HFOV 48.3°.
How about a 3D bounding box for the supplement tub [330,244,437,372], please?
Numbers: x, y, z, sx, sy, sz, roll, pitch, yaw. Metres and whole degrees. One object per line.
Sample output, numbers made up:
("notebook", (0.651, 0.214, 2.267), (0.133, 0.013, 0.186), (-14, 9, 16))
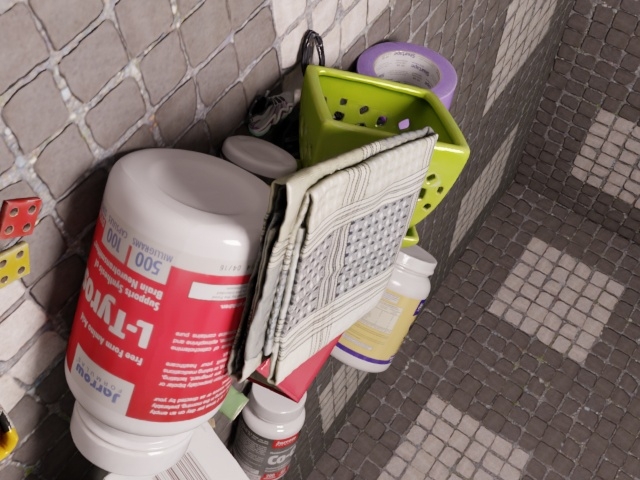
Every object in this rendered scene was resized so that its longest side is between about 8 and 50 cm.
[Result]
("supplement tub", (0.145, 0.155, 1.907), (0.331, 0.241, 0.241), (-63, 161, 13))

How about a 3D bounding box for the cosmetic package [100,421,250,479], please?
("cosmetic package", (-0.313, 0.456, 1.123), (0.385, 0.156, 0.217), (-44, 169, 34))

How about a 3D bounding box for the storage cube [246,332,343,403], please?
("storage cube", (-0.093, 0.133, 1.236), (0.215, 0.183, 0.193), (46, 69, -29))

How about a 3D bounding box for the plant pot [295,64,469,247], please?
("plant pot", (0.069, -0.122, 1.115), (0.227, 0.228, 0.207), (-101, -155, -54))

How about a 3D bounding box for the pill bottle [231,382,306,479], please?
("pill bottle", (-0.128, 0.469, 1.811), (0.161, 0.161, 0.283), (-39, 153, -46))

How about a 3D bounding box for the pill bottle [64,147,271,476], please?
("pill bottle", (-0.206, 0.104, 0.949), (0.229, 0.229, 0.408), (-27, 143, -58))

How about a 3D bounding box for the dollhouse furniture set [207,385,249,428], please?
("dollhouse furniture set", (-0.229, 0.370, 1.535), (0.152, 0.076, 0.059), (-50, 160, -22))

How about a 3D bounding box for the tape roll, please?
("tape roll", (0.156, -0.287, 1.342), (0.189, 0.189, 0.080), (-45, 158, -36))

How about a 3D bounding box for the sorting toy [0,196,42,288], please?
("sorting toy", (-0.371, 0.028, 0.699), (0.132, 0.046, 0.274), (-65, 161, 16))

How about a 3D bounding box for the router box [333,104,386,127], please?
("router box", (0.022, -0.162, 1.288), (0.133, 0.046, 0.179), (-5, 141, -35))

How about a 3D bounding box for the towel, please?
("towel", (0.026, 0.022, 0.923), (0.324, 0.056, 0.312), (-26, 142, -45))

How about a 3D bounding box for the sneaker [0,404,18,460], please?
("sneaker", (-0.401, 0.184, 0.786), (0.088, 0.092, 0.225), (-53, 160, -19))

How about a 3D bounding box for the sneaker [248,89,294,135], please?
("sneaker", (-0.075, -0.212, 1.101), (0.098, 0.038, 0.069), (-51, 161, -24))

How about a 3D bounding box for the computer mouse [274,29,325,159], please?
("computer mouse", (-0.040, -0.230, 1.183), (0.071, 0.041, 0.242), (-17, 131, -47))

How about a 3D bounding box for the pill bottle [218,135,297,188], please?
("pill bottle", (-0.123, -0.046, 1.107), (0.119, 0.119, 0.209), (-24, 141, -60))
